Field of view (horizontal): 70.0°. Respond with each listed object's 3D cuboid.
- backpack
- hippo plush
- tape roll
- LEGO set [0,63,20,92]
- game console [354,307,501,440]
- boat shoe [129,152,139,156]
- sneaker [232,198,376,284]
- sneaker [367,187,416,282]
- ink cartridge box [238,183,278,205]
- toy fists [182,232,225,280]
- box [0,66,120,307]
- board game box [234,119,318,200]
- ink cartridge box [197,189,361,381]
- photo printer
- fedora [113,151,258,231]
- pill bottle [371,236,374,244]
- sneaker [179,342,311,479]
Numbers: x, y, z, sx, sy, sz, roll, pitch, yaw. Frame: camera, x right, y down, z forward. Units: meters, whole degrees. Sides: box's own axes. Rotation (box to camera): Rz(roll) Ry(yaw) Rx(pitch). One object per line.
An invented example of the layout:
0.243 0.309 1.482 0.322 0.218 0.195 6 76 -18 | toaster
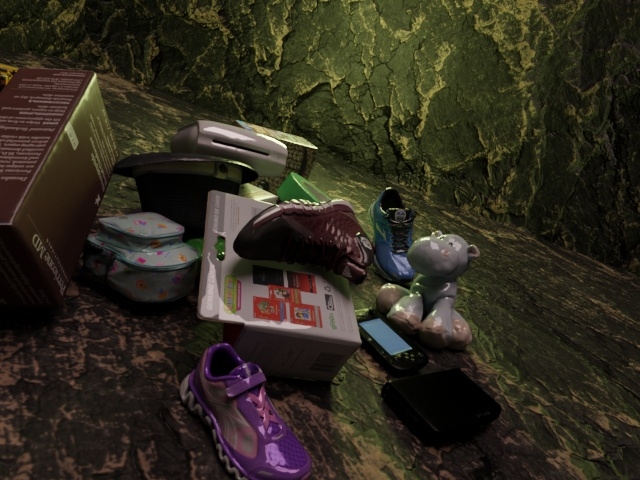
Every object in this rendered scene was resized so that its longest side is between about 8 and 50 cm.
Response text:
-0.321 0.031 0.849 0.188 0.145 0.165 29 20 22 | backpack
0.306 0.111 1.123 0.294 0.237 0.234 4 25 -39 | hippo plush
0.010 -0.082 1.426 0.321 0.077 0.321 39 10 -8 | tape roll
-0.693 -0.191 0.869 0.192 0.331 0.255 3 46 -37 | LEGO set
0.168 0.247 0.914 0.213 0.044 0.361 4 24 -39 | game console
-0.541 -0.252 1.510 0.075 0.065 0.206 32 22 30 | boat shoe
0.001 0.016 0.777 0.281 0.106 0.163 -16 59 -44 | sneaker
0.221 -0.023 1.397 0.129 0.147 0.330 -2 57 -12 | sneaker
-0.265 -0.105 1.309 0.353 0.119 0.207 25 18 13 | ink cartridge box
-0.181 0.050 1.019 0.278 0.096 0.142 8 10 -29 | toy fists
-0.458 -0.101 0.742 0.142 0.191 0.382 2 49 -5 | box
-0.193 -0.285 1.698 0.290 0.232 0.141 6 23 -33 | board game box
-0.095 0.075 0.837 0.271 0.130 0.310 14 40 -21 | ink cartridge box
-0.245 -0.238 1.220 0.255 0.107 0.307 10 3 -29 | photo printer
-0.298 -0.095 1.038 0.333 0.153 0.334 -1 -2 0 | fedora
0.220 -0.018 1.562 0.066 0.120 0.067 19 19 -7 | pill bottle
-0.099 0.224 0.612 0.236 0.105 0.095 35 22 33 | sneaker
